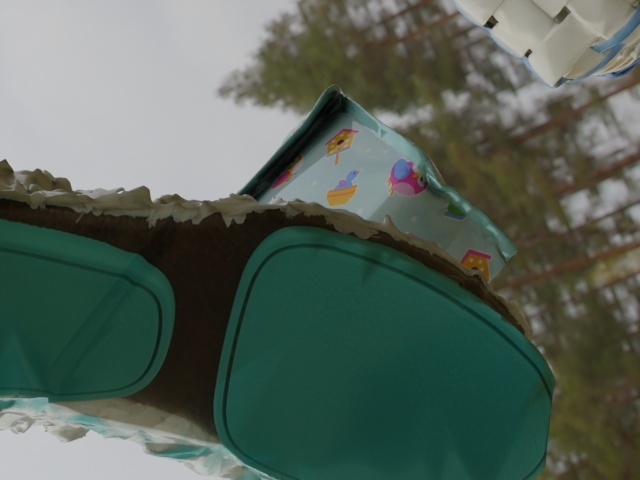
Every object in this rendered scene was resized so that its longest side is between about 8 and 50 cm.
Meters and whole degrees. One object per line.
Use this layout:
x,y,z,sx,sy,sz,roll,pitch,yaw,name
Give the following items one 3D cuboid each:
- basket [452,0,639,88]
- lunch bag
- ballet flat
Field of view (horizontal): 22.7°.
0.197,-0.236,1.031,0.201,0.255,0.289,45,-153,5,basket
0.000,0.000,1.311,0.160,0.223,0.262,40,-176,-33,lunch bag
-0.075,0.028,0.744,0.408,0.147,0.147,16,-137,-28,ballet flat
